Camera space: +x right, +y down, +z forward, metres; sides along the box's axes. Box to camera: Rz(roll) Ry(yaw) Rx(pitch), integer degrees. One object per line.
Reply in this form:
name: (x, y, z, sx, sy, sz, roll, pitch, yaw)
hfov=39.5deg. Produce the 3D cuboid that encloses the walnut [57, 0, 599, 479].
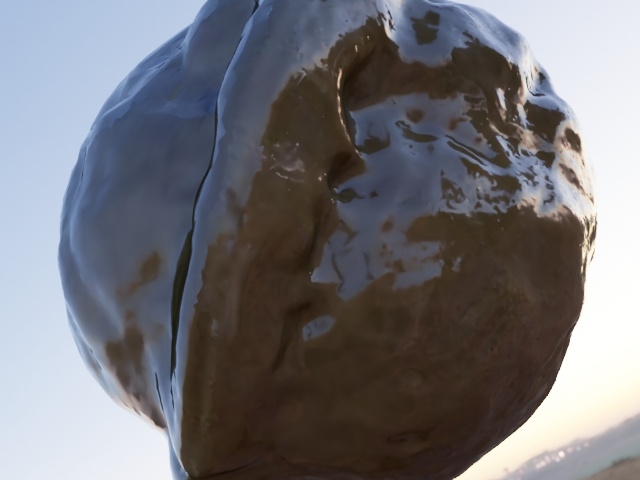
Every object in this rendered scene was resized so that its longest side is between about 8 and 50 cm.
walnut: (0.011, -0.008, 0.610, 0.384, 0.383, 0.383, -24, -19, -9)
